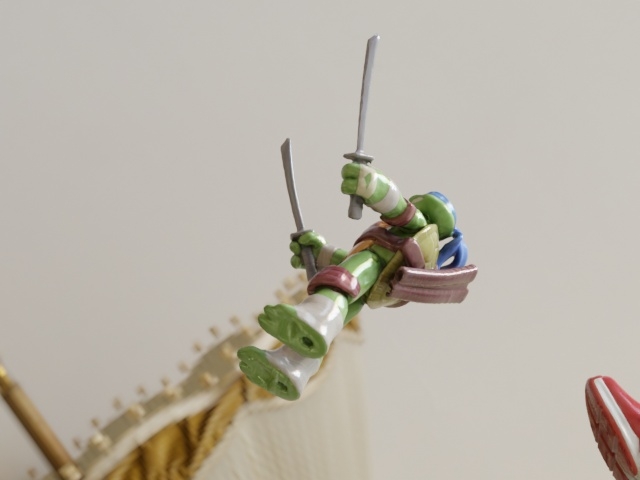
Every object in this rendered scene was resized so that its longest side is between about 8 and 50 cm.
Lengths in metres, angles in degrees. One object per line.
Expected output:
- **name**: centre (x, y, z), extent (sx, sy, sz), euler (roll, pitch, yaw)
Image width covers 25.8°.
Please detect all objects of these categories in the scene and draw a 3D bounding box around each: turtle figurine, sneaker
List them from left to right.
- **turtle figurine**: centre (0.000, 0.000, 1.350), extent (0.198, 0.275, 0.266), euler (-11, -149, 46)
- **sneaker**: centre (0.363, 0.213, 1.398), extent (0.128, 0.221, 0.087), euler (-21, 147, -8)
